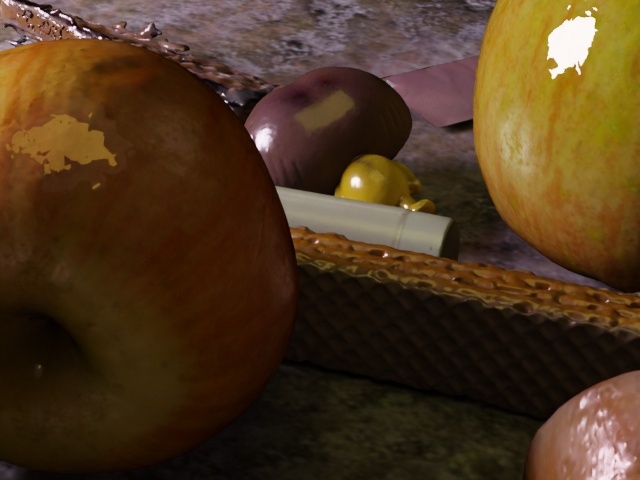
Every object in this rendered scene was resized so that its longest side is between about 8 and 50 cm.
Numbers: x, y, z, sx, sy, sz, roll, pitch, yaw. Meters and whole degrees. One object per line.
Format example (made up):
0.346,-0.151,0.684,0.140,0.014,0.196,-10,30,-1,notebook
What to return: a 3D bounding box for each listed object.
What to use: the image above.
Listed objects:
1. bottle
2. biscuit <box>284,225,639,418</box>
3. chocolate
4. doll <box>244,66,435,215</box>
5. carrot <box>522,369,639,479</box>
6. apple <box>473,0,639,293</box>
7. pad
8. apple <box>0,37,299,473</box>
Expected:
0.000,0.000,1.236,0.201,0.072,0.072,11,33,16,bottle
0.109,0.061,1.119,0.378,0.094,0.054,12,34,17,biscuit
-0.168,-0.161,1.508,0.329,0.065,0.102,25,21,32,chocolate
0.009,-0.062,1.329,0.145,0.096,0.188,-14,56,3,doll
0.186,0.212,0.805,0.195,0.196,0.254,4,37,6,carrot
0.283,-0.122,1.221,0.339,0.340,0.340,0,32,0,apple
0.155,-0.145,1.534,0.187,0.006,0.113,-16,34,-27,pad
-0.155,0.009,1.031,0.286,0.286,0.233,3,36,3,apple
